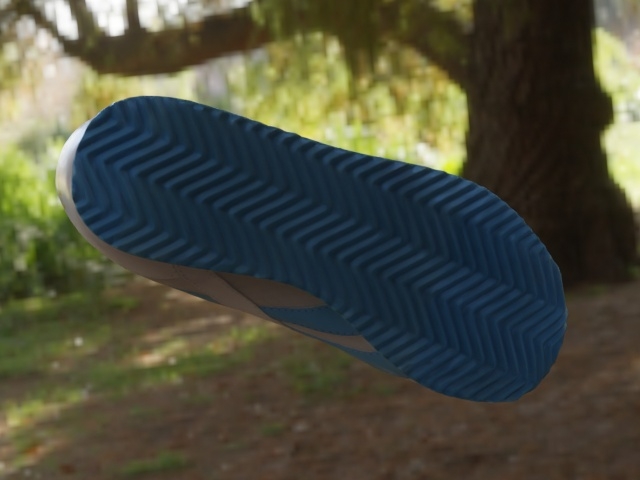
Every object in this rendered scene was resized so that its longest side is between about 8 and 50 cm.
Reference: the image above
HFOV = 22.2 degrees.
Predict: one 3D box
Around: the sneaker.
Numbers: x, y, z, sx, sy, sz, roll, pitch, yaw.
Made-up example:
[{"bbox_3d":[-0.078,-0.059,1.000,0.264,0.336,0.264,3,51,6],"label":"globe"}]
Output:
[{"bbox_3d":[0.000,0.000,0.688,0.229,0.087,0.092,24,-5,-16],"label":"sneaker"}]
